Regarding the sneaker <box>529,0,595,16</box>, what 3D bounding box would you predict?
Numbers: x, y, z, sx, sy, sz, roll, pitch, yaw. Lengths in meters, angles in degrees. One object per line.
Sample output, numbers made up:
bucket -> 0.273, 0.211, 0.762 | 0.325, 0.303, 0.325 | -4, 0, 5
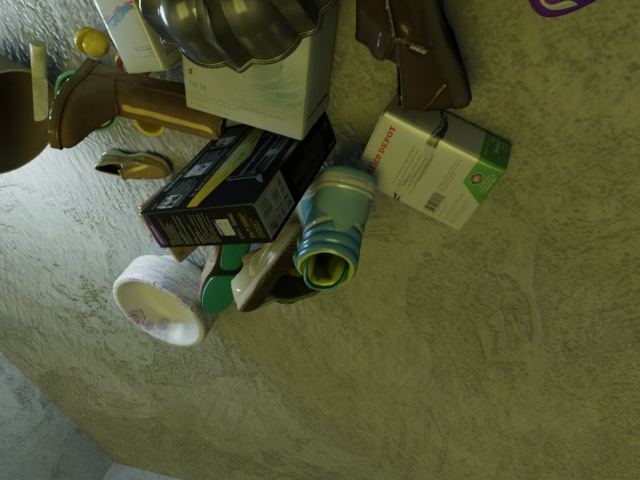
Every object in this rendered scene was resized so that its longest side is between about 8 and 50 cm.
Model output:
sneaker -> 0.365, -0.354, 0.584 | 0.102, 0.146, 0.293 | 45, 134, -17

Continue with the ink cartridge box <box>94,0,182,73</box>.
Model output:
ink cartridge box -> -0.286, -0.406, 0.859 | 0.093, 0.154, 0.212 | 3, 132, 28

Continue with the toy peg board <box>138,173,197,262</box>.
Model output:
toy peg board -> -0.333, -0.062, 1.214 | 0.079, 0.160, 0.161 | 6, 134, 44

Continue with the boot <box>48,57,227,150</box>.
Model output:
boot -> -0.310, -0.226, 0.931 | 0.270, 0.236, 0.089 | 13, 142, -9

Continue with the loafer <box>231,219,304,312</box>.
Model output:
loafer -> -0.128, 0.048, 1.202 | 0.092, 0.102, 0.268 | 46, 109, 22

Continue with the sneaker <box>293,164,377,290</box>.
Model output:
sneaker -> 0.000, 0.000, 0.991 | 0.127, 0.208, 0.319 | 15, 166, -6

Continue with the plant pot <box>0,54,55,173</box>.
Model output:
plant pot -> -0.775, -0.324, 1.144 | 0.274, 0.256, 0.256 | 35, 138, 13

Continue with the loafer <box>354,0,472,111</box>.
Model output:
loafer -> 0.102, -0.307, 0.713 | 0.130, 0.133, 0.366 | -18, 134, 21

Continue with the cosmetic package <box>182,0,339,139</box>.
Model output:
cosmetic package -> -0.101, -0.318, 0.862 | 0.224, 0.138, 0.224 | 18, 134, 11

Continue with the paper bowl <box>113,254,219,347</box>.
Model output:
paper bowl -> -0.415, 0.155, 1.455 | 0.284, 0.148, 0.284 | 14, 135, 14

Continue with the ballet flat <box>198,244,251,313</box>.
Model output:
ballet flat -> -0.234, 0.052, 1.295 | 0.108, 0.106, 0.316 | 7, 132, -27

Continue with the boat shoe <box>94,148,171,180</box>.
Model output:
boat shoe -> -0.443, -0.165, 1.223 | 0.190, 0.072, 0.068 | 8, 133, 20

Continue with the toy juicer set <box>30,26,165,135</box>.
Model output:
toy juicer set -> -0.479, -0.316, 1.050 | 0.329, 0.089, 0.209 | 4, 131, 8

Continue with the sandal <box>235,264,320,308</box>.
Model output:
sandal -> -0.096, 0.109, 1.297 | 0.303, 0.120, 0.086 | -18, 152, 41

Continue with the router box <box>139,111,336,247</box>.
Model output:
router box -> -0.137, -0.116, 0.942 | 0.243, 0.308, 0.081 | -2, 129, 29

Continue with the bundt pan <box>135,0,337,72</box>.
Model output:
bundt pan -> -0.130, -0.402, 0.681 | 0.331, 0.124, 0.330 | 1, 93, 13

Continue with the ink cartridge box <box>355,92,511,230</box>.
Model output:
ink cartridge box -> 0.190, -0.139, 0.911 | 0.219, 0.092, 0.160 | 28, 138, 2
